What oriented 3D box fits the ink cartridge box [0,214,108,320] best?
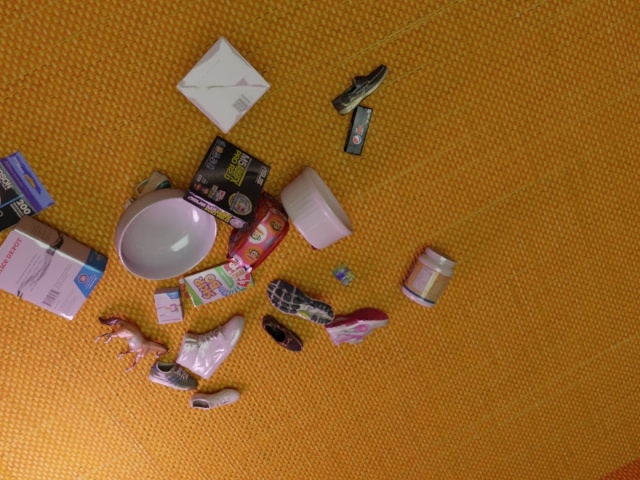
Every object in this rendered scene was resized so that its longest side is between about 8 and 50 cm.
[{"bbox_3d":[-0.915,0.092,1.839,0.307,0.129,0.223,33,104,-24],"label":"ink cartridge box"}]

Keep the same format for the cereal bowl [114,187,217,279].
[{"bbox_3d":[-0.529,-0.037,1.839,0.339,0.141,0.339,-24,138,-23],"label":"cereal bowl"}]

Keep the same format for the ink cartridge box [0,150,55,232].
[{"bbox_3d":[-1.029,-0.157,1.803,0.208,0.045,0.206,-29,110,-1],"label":"ink cartridge box"}]

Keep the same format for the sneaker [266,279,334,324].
[{"bbox_3d":[-0.078,0.242,2.059,0.275,0.110,0.107,28,84,1],"label":"sneaker"}]

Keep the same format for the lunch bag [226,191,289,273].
[{"bbox_3d":[-0.226,-0.020,1.848,0.120,0.293,0.258,38,102,-19],"label":"lunch bag"}]

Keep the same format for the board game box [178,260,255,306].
[{"bbox_3d":[-0.384,0.154,2.018,0.259,0.039,0.124,-18,109,0],"label":"board game box"}]

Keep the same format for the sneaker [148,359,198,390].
[{"bbox_3d":[-0.553,0.510,2.087,0.192,0.064,0.086,17,109,-11],"label":"sneaker"}]

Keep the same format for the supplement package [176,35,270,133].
[{"bbox_3d":[-0.298,-0.486,1.698,0.199,0.262,0.198,-45,110,7],"label":"supplement package"}]

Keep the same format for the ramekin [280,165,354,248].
[{"bbox_3d":[-0.017,-0.104,1.872,0.135,0.277,0.277,-34,110,11],"label":"ramekin"}]

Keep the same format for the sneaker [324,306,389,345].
[{"bbox_3d":[0.145,0.341,2.137,0.252,0.103,0.111,-11,114,1],"label":"sneaker"}]

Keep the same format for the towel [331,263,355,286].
[{"bbox_3d":[0.091,0.132,2.099,0.060,0.009,0.083,-42,110,6],"label":"towel"}]

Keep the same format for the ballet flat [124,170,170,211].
[{"bbox_3d":[-0.612,-0.136,1.869,0.086,0.086,0.248,40,96,-19],"label":"ballet flat"}]

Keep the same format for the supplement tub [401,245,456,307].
[{"bbox_3d":[0.414,0.138,2.083,0.144,0.144,0.199,24,102,-16],"label":"supplement tub"}]

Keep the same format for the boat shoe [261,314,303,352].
[{"bbox_3d":[-0.147,0.371,2.107,0.207,0.073,0.073,40,97,-20],"label":"boat shoe"}]

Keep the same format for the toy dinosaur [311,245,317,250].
[{"bbox_3d":[0.000,0.000,2.014,0.047,0.090,0.082,35,68,-3],"label":"toy dinosaur"}]

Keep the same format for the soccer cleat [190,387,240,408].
[{"bbox_3d":[-0.412,0.627,2.143,0.196,0.076,0.068,-3,108,-9],"label":"soccer cleat"}]

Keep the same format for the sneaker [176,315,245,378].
[{"bbox_3d":[-0.421,0.374,2.044,0.169,0.108,0.292,33,101,-21],"label":"sneaker"}]

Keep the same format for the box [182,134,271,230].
[{"bbox_3d":[-0.302,-0.192,1.806,0.216,0.270,0.060,30,140,-16],"label":"box"}]

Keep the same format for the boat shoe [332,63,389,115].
[{"bbox_3d":[0.134,-0.521,1.856,0.223,0.080,0.073,-43,114,10],"label":"boat shoe"}]

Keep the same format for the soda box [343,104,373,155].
[{"bbox_3d":[0.131,-0.385,1.913,0.060,0.053,0.169,11,105,-12],"label":"soda box"}]

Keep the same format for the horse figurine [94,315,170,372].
[{"bbox_3d":[-0.706,0.371,2.018,0.174,0.066,0.263,-30,113,7],"label":"horse figurine"}]

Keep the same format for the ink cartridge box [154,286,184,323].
[{"bbox_3d":[-0.554,0.238,2.006,0.088,0.052,0.122,-7,110,-7],"label":"ink cartridge box"}]
